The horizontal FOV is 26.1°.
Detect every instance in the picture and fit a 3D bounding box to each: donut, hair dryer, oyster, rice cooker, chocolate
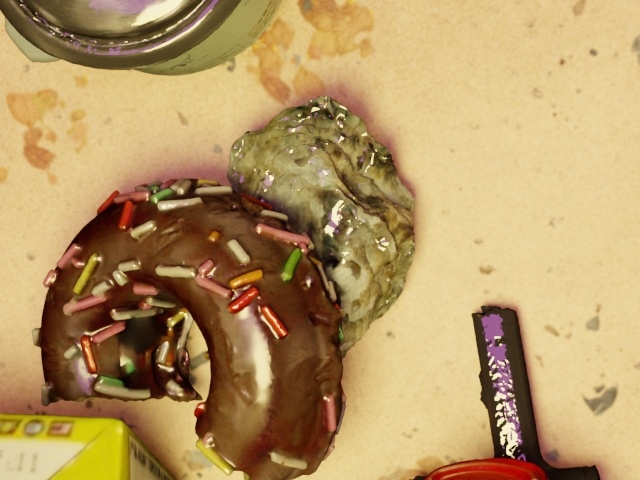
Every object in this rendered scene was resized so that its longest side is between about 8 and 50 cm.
[{"bbox_3d":[-0.127,0.074,1.332,0.345,0.136,0.259,18,108,31],"label":"donut"},{"bbox_3d":[0.179,0.189,1.366,0.197,0.089,0.251,-6,82,14],"label":"hair dryer"},{"bbox_3d":[0.000,0.000,1.370,0.198,0.112,0.268,-19,92,12],"label":"oyster"},{"bbox_3d":[-0.169,-0.282,1.297,0.316,0.316,0.264,-35,86,10],"label":"rice cooker"},{"bbox_3d":[-0.278,0.270,1.343,0.288,0.301,0.137,1,65,13],"label":"chocolate"}]

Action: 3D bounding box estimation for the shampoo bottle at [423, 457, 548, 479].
[{"bbox_3d":[0.181,0.348,1.302,0.118,0.076,0.314,-8,116,15],"label":"shampoo bottle"}]
